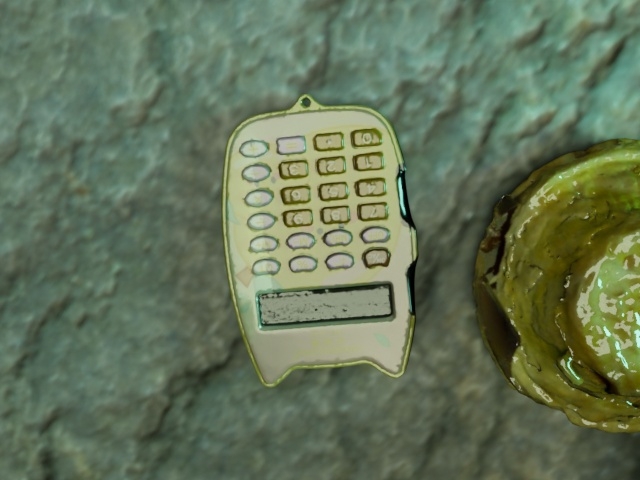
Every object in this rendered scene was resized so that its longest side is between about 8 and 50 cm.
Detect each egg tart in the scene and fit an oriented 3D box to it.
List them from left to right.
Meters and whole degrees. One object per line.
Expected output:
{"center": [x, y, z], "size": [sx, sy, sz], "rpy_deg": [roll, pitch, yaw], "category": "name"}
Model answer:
{"center": [0.238, 0.042, 0.590], "size": [0.241, 0.106, 0.241], "rpy_deg": [1, 100, 5], "category": "egg tart"}

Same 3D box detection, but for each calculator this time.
{"center": [0.000, 0.000, 0.630], "size": [0.157, 0.033, 0.237], "rpy_deg": [-4, 100, 5], "category": "calculator"}
